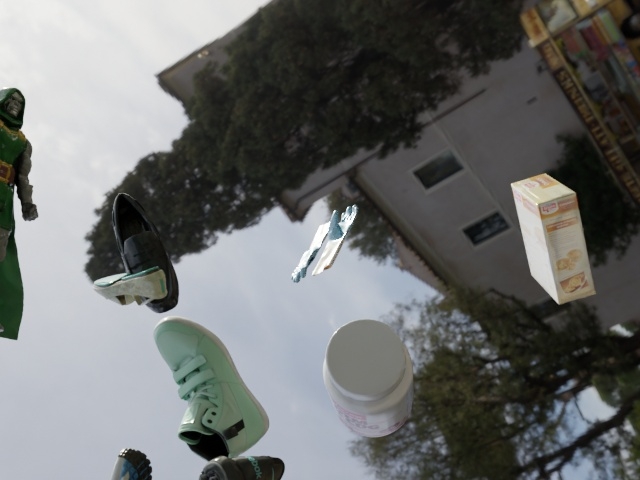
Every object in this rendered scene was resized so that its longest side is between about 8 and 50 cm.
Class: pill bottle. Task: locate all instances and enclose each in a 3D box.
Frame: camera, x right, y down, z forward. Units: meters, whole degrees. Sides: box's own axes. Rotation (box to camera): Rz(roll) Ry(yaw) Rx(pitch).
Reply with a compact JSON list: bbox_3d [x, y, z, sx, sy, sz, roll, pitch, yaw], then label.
[{"bbox_3d":[0.089,0.254,1.347,0.283,0.160,0.160,75,178,-62],"label":"pill bottle"}]

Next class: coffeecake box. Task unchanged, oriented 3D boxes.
[{"bbox_3d":[0.399,-0.006,1.269,0.142,0.068,0.185,-101,-7,-71],"label":"coffeecake box"}]

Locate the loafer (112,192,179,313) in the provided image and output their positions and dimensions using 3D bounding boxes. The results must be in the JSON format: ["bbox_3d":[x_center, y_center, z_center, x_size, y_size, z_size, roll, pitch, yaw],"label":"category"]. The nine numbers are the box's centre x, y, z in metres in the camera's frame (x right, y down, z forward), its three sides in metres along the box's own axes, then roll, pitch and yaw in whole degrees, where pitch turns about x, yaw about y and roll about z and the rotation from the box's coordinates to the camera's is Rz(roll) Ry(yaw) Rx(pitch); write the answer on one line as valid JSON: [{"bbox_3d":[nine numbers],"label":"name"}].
[{"bbox_3d":[-0.292,0.019,1.199,0.078,0.076,0.223,84,160,-59],"label":"loafer"}]

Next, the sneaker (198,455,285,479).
[{"bbox_3d":[-0.120,0.398,1.006,0.106,0.267,0.101,-6,-142,-40],"label":"sneaker"}]

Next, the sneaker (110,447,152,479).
[{"bbox_3d":[-0.270,0.342,0.950,0.083,0.190,0.071,18,-154,17],"label":"sneaker"}]

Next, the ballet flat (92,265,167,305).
[{"bbox_3d":[-0.291,0.076,1.114,0.057,0.168,0.052,-25,-80,-44],"label":"ballet flat"}]

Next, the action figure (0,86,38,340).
[{"bbox_3d":[-0.305,-0.036,0.669,0.137,0.064,0.232,33,-125,-59],"label":"action figure"}]

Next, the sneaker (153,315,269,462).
[{"bbox_3d":[-0.195,0.234,1.158,0.256,0.094,0.151,49,-160,5],"label":"sneaker"}]

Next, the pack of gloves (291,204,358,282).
[{"bbox_3d":[0.000,0.000,1.893,0.046,0.195,0.232,42,-129,-17],"label":"pack of gloves"}]
